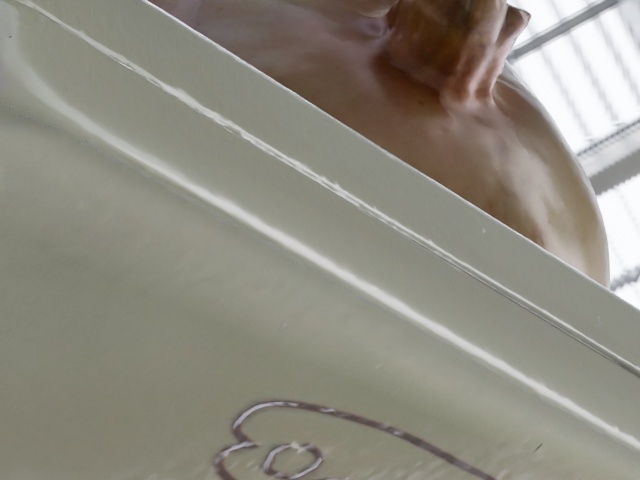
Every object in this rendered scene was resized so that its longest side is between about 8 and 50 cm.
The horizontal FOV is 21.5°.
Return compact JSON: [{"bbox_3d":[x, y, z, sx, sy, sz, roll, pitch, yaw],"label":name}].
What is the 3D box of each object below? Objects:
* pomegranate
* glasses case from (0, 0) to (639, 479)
[{"bbox_3d":[0.000,0.000,0.671,0.229,0.252,0.270,9,-57,-24],"label":"pomegranate"},{"bbox_3d":[0.000,0.048,0.453,0.313,0.070,0.131,30,-57,-31],"label":"glasses case"}]
